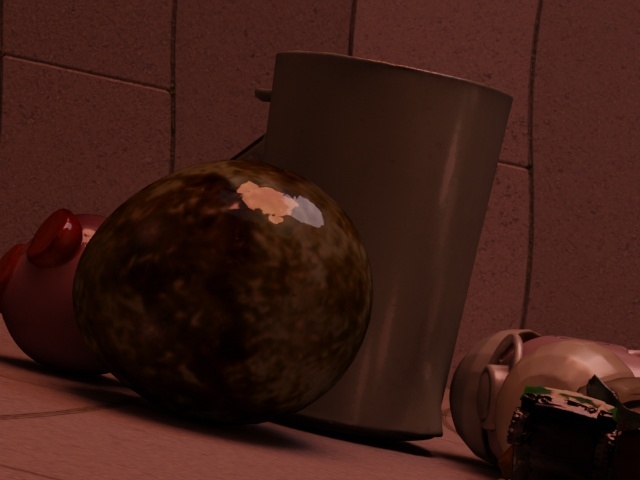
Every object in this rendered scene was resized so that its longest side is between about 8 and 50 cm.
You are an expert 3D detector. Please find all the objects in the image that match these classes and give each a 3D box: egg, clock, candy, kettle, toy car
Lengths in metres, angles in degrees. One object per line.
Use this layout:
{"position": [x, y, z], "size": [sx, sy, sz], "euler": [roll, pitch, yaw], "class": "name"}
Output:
{"position": [-0.094, 0.046, 1.407], "size": [0.290, 0.238, 0.238], "euler": [-1, -7, 23], "class": "egg"}
{"position": [0.306, 0.181, 1.536], "size": [0.326, 0.184, 0.342], "euler": [9, -7, -7], "class": "clock"}
{"position": [0.170, 0.148, 1.112], "size": [0.053, 0.046, 0.182], "euler": [28, -42, -12], "class": "candy"}
{"position": [0.000, 0.000, 1.662], "size": [0.361, 0.376, 0.250], "euler": [10, 1, 30], "class": "kettle"}
{"position": [0.160, 0.146, 1.024], "size": [0.071, 0.062, 0.165], "euler": [12, -38, 15], "class": "toy car"}

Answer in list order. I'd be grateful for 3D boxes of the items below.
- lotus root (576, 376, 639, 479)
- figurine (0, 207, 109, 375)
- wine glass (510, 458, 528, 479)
{"position": [0.366, 0.145, 1.202], "size": [0.391, 0.111, 0.375], "euler": [-10, 4, 37], "class": "lotus root"}
{"position": [-0.237, 0.058, 1.580], "size": [0.173, 0.173, 0.173], "euler": [13, -2, 0], "class": "figurine"}
{"position": [0.206, 0.185, 0.927], "size": [0.198, 0.066, 0.066], "euler": [12, -2, 22], "class": "wine glass"}
